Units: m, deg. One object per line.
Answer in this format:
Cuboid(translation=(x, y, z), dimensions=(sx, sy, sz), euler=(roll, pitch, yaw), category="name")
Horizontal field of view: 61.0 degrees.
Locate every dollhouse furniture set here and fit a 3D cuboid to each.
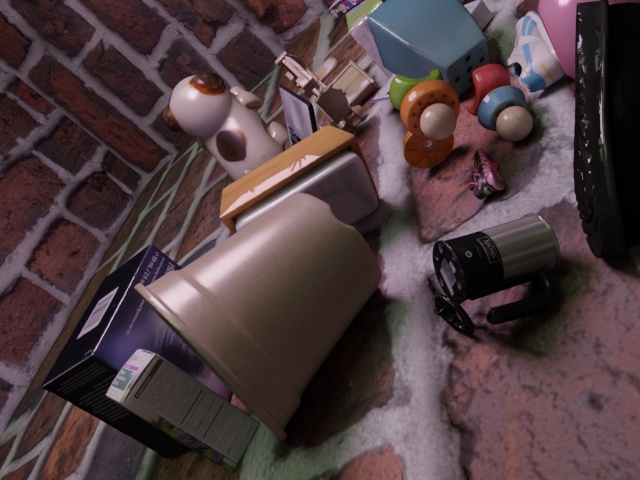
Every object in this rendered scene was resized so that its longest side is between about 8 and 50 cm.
Cuboid(translation=(0.003, -0.484, 1.504), dimensions=(0.174, 0.355, 0.303), euler=(-45, 64, 8), category="dollhouse furniture set")

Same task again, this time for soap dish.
Cuboid(translation=(-0.039, -0.084, 1.090), dimensions=(0.291, 0.229, 0.118), euler=(-31, 59, 2), category="soap dish")

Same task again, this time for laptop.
Cuboid(translation=(-0.134, -0.163, 1.432), dimensions=(0.236, 0.407, 0.382), euler=(-15, 25, -9), category="laptop")

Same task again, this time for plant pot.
Cuboid(translation=(-0.075, 0.096, 0.902), dimensions=(0.305, 0.333, 0.334), euler=(-44, 23, -18), category="plant pot")
Cuboid(translation=(0.252, -0.433, 1.202), dimensions=(0.166, 0.165, 0.234), euler=(-38, 56, 1), category="plant pot")

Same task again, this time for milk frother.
Cuboid(translation=(0.223, 0.049, 0.715), dimensions=(0.135, 0.129, 0.143), euler=(-16, -10, -10), category="milk frother")

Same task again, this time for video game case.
Cuboid(translation=(0.145, -0.778, 1.589), dimensions=(0.210, 0.042, 0.232), euler=(-10, 45, 54), category="video game case")

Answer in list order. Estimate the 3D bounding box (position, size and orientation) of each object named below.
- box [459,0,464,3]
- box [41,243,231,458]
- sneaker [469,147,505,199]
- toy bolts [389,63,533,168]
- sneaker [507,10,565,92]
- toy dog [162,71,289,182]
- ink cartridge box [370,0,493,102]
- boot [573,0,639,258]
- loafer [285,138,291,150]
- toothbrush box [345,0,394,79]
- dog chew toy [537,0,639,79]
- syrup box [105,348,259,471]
Cuboid(translation=(0.289, -0.739, 1.580), dimensions=(0.148, 0.121, 0.311), euler=(-58, 35, 24), category="box")
Cuboid(translation=(-0.325, 0.220, 1.097), dimensions=(0.183, 0.294, 0.296), euler=(-30, 30, 29), category="box")
Cuboid(translation=(0.273, -0.112, 0.925), dimensions=(0.057, 0.047, 0.119), euler=(-46, 21, 33), category="sneaker")
Cuboid(translation=(0.257, -0.199, 0.973), dimensions=(0.229, 0.218, 0.158), euler=(-13, 43, -2), category="toy bolts")
Cuboid(translation=(0.397, -0.358, 1.025), dimensions=(0.092, 0.087, 0.228), euler=(-36, 25, 28), category="sneaker")
Cuboid(translation=(-0.309, -0.349, 1.755), dimensions=(0.285, 0.408, 0.395), euler=(-34, 28, 29), category="toy dog")
Cuboid(translation=(0.280, -0.458, 1.381), dimensions=(0.332, 0.065, 0.165), euler=(-51, 25, -9), category="ink cartridge box")
Cuboid(translation=(0.434, -0.150, 0.618), dimensions=(0.260, 0.131, 0.347), euler=(1, 79, 22), category="boot")
Cuboid(translation=(-0.080, -0.278, 1.712), dimensions=(0.050, 0.056, 0.148), euler=(-30, 40, 32), category="loafer")
Cuboid(translation=(0.183, -0.602, 1.571), dimensions=(0.122, 0.206, 0.283), euler=(-38, 26, 21), category="toothbrush box")
Cuboid(translation=(0.492, -0.365, 0.765), dimensions=(0.332, 0.206, 0.206), euler=(-23, 34, 27), category="dog chew toy")
Cuboid(translation=(-0.229, 0.286, 0.918), dimensions=(0.093, 0.237, 0.096), euler=(-8, 46, 53), category="syrup box")
